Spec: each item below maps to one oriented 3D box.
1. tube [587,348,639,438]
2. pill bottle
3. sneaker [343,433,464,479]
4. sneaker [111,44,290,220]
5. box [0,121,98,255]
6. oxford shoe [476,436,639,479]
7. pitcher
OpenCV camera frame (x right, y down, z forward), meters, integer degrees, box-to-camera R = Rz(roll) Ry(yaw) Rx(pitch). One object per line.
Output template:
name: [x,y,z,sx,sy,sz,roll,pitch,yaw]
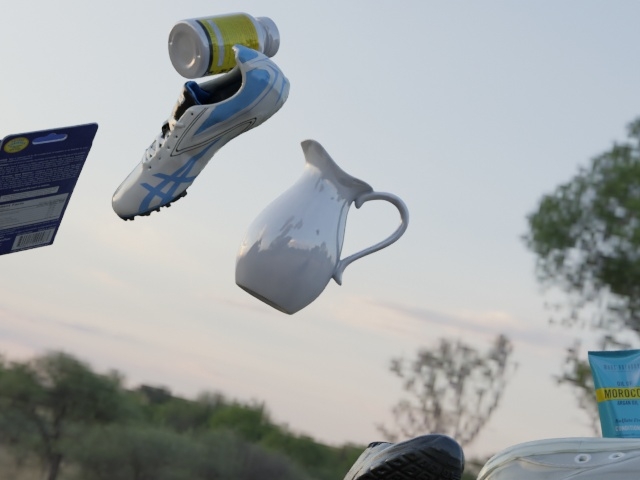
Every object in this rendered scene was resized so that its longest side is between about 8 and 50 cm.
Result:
tube: [0.381,0.237,1.620,0.080,0.207,0.052,0,-17,-5]
pill bottle: [-0.102,-0.213,1.413,0.116,0.065,0.065,-17,13,-40]
sneaker: [0.081,0.284,1.557,0.109,0.130,0.286,34,-42,-9]
sneaker: [-0.138,-0.113,1.361,0.086,0.237,0.085,42,17,-25]
box: [-0.365,-0.067,1.609,0.136,0.036,0.225,-13,-33,-41]
oxford shoe: [0.353,0.243,1.166,0.449,0.169,0.130,-10,26,18]
pitcher: [0.000,0.000,1.678,0.178,0.207,0.125,30,-8,4]
